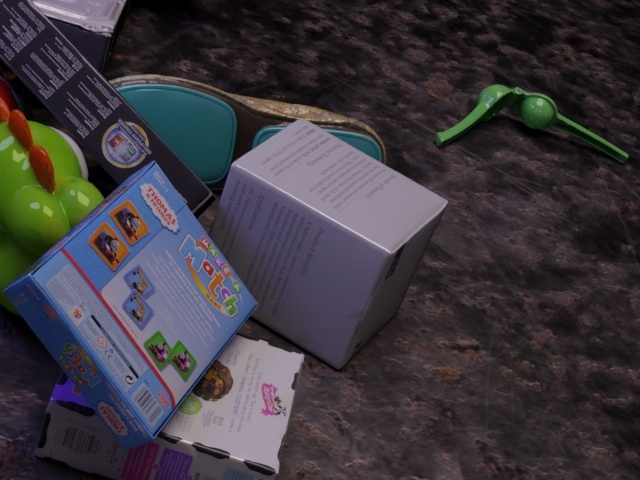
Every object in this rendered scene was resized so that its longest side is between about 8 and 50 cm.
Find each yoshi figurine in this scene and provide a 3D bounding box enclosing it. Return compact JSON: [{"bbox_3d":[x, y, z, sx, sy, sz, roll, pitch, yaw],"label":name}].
[{"bbox_3d":[-0.308,-0.042,1.300,0.362,0.203,0.203,38,-5,47],"label":"yoshi figurine"}]

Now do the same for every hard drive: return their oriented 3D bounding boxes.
[{"bbox_3d":[-0.350,-0.298,1.644,0.236,0.064,0.339,16,22,-8],"label":"hard drive"}]

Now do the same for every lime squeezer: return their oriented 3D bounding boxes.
[{"bbox_3d":[0.282,-0.166,1.878,0.310,0.059,0.110,4,36,-27],"label":"lime squeezer"}]

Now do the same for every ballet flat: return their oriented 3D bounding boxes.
[{"bbox_3d":[-0.099,-0.116,1.550,0.348,0.123,0.123,8,35,-18],"label":"ballet flat"}]

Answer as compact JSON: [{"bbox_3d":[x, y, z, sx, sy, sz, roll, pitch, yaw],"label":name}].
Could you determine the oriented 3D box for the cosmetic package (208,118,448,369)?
[{"bbox_3d":[0.000,0.000,1.383,0.183,0.151,0.151,31,33,13],"label":"cosmetic package"}]

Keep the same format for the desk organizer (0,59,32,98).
[{"bbox_3d":[-0.363,-0.181,1.538,0.050,0.047,0.130,31,34,10],"label":"desk organizer"}]

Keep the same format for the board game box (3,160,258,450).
[{"bbox_3d":[-0.147,0.047,1.127,0.160,0.039,0.211,55,34,-12],"label":"board game box"}]

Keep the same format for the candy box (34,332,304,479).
[{"bbox_3d":[-0.124,0.140,1.181,0.196,0.070,0.165,19,32,-3],"label":"candy box"}]

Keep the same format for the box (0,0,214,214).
[{"bbox_3d":[-0.214,-0.120,1.336,0.270,0.060,0.216,47,-2,-3],"label":"box"}]
